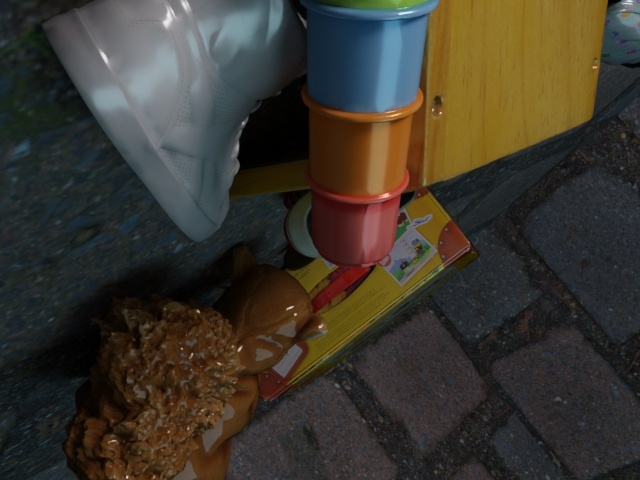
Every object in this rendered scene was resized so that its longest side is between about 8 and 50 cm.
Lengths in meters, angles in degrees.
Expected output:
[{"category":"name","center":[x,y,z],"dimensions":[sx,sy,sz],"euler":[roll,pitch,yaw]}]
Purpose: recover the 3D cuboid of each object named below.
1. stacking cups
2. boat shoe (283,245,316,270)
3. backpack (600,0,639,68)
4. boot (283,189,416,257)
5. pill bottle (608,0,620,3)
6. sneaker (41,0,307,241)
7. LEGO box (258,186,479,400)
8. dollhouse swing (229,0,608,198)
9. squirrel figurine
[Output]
[{"category":"stacking cups","center":[0.021,-0.123,0.402],"dimensions":[0.096,0.096,0.316],"euler":[-27,137,-36]},{"category":"boat shoe","center":[0.000,0.000,1.142],"dimensions":[0.152,0.056,0.049],"euler":[-41,161,16]},{"category":"backpack","center":[0.409,-0.308,0.871],"dimensions":[0.182,0.115,0.152],"euler":[13,154,-25]},{"category":"boot","center":[-0.007,-0.037,0.819],"dimensions":[0.176,0.088,0.244],"euler":[-6,-164,37]},{"category":"pill bottle","center":[0.364,-0.348,0.691],"dimensions":[0.123,0.122,0.219],"euler":[-34,179,-10]},{"category":"sneaker","center":[-0.070,-0.101,0.504],"dimensions":[0.169,0.108,0.292],"euler":[-32,165,-7]},{"category":"LEGO box","center":[0.081,0.101,1.391],"dimensions":[0.500,0.193,0.372],"euler":[-39,167,11]},{"category":"dollhouse swing","center":[0.076,-0.196,0.656],"dimensions":[0.347,0.305,0.314],"euler":[-23,120,-44]},{"category":"squirrel figurine","center":[-0.169,0.193,0.938],"dimensions":[0.370,0.281,0.397],"euler":[-43,169,1]}]
